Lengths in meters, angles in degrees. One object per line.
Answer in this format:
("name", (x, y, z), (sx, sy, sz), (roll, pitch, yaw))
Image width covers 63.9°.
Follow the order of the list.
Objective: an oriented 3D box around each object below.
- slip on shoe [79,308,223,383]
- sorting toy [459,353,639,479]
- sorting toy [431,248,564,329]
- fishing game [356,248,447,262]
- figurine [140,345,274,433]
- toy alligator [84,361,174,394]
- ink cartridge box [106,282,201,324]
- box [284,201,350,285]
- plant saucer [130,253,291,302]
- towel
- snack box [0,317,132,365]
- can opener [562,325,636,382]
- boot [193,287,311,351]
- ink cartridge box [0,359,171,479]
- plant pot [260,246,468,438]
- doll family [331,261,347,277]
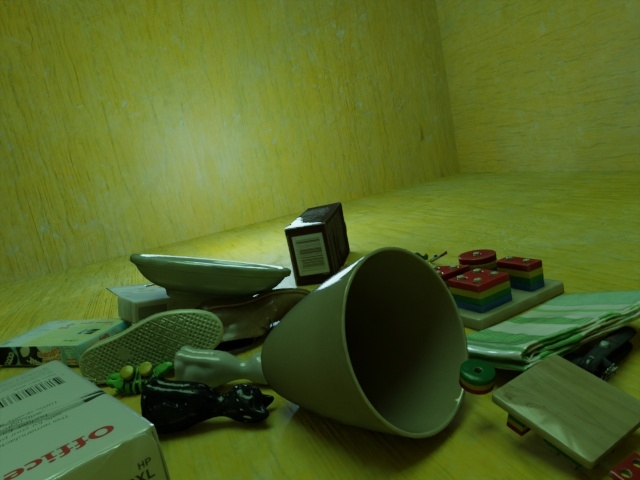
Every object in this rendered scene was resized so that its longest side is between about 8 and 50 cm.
("slip on shoe", (-0.361, 0.226, 1.124), (0.332, 0.122, 0.101), (-20, -1, 11))
("sorting toy", (0.311, 0.218, 0.629), (0.132, 0.046, 0.275), (-19, 30, -29))
("sorting toy", (0.354, 0.092, 1.162), (0.257, 0.089, 0.255), (-17, 12, -26))
("fishing game", (0.216, 0.054, 1.468), (0.264, 0.041, 0.189), (-7, -13, -7))
("figurine", (-0.172, 0.258, 0.913), (0.210, 0.092, 0.215), (-2, 12, 8))
("toy alligator", (-0.390, 0.289, 1.041), (0.190, 0.056, 0.051), (-12, 51, -2))
("ink cartridge box", (-0.433, 0.169, 1.485), (0.297, 0.066, 0.261), (-4, 5, -37))
("box", (0.000, 0.000, 1.725), (0.143, 0.191, 0.381), (-9, 11, 14))
("plant saucer", (-0.278, 0.100, 1.309), (0.401, 0.100, 0.400), (6, -2, 0))
("towel", (0.385, 0.143, 0.880), (0.325, 0.038, 0.248), (-17, -2, -22))
("snack box", (-0.692, 0.273, 1.388), (0.322, 0.060, 0.187), (-6, 11, 24))
("can opener", (0.431, 0.168, 0.775), (0.186, 0.059, 0.073), (-17, 35, -34))
("boot", (-0.141, 0.192, 1.220), (0.306, 0.112, 0.115), (-9, 46, -29))
("ink cartridge box", (-0.389, 0.309, 0.624), (0.286, 0.166, 0.395), (-21, 14, -38))
("plant pot", (0.037, 0.168, 0.792), (0.257, 0.256, 0.274), (-22, -1, -44))
("doll family", (0.121, 0.098, 1.293), (0.163, 0.118, 0.263), (-1, 15, 43))
